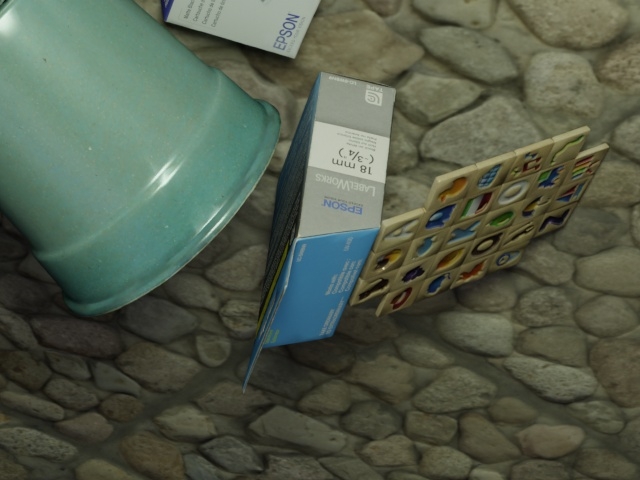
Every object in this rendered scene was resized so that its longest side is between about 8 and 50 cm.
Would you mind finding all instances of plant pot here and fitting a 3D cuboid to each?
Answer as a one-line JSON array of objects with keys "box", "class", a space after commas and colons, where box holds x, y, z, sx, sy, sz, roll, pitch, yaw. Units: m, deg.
[{"box": [-0.280, -0.147, 1.943, 0.341, 0.341, 0.334, -26, 121, 35], "class": "plant pot"}]

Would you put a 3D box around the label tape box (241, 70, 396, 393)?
[{"box": [0.000, 0.000, 2.069, 0.105, 0.334, 0.241, 13, 142, -7], "class": "label tape box"}]

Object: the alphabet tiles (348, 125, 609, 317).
[{"box": [0.197, -0.021, 2.116, 0.342, 0.011, 0.285, -20, 152, -27], "class": "alphabet tiles"}]

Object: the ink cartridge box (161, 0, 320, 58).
[{"box": [-0.100, -0.316, 1.916, 0.224, 0.045, 0.223, 15, 142, -10], "class": "ink cartridge box"}]
